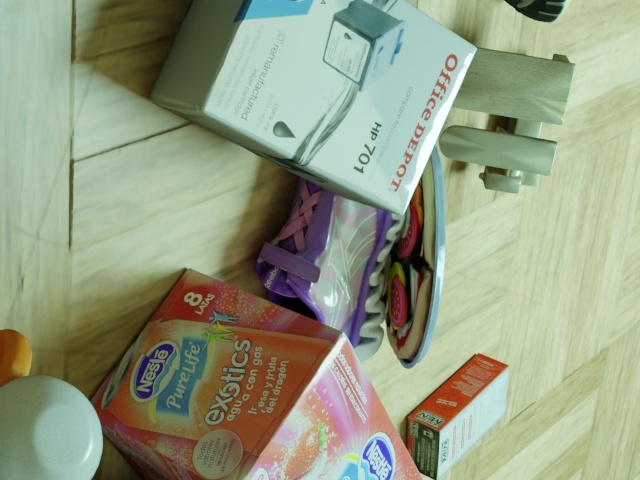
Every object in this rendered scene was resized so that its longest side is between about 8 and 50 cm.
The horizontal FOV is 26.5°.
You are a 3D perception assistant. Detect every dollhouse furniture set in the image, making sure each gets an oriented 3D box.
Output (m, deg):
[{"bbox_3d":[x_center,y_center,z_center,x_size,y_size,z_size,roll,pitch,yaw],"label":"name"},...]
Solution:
[{"bbox_3d":[0.158,-0.125,1.299,0.151,0.123,0.144,-85,-176,-70],"label":"dollhouse furniture set"}]

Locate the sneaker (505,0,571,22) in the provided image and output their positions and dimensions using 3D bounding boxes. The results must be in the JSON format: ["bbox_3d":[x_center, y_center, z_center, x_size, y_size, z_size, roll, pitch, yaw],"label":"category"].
[{"bbox_3d":[0.206,-0.294,1.217,0.094,0.081,0.208,-46,142,-36],"label":"sneaker"}]

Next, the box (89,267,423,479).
[{"bbox_3d":[-0.036,0.175,1.071,0.142,0.154,0.300,-55,145,-21],"label":"box"}]

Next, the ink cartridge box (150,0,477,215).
[{"bbox_3d":[-0.002,-0.119,0.949,0.191,0.082,0.139,25,87,-35],"label":"ink cartridge box"}]

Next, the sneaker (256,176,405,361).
[{"bbox_3d":[0.000,0.000,1.083,0.104,0.095,0.236,-13,119,-37],"label":"sneaker"}]

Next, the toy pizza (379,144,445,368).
[{"bbox_3d":[0.070,0.008,1.151,0.201,0.032,0.201,-177,-90,-83],"label":"toy pizza"}]

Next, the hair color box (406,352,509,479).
[{"bbox_3d":[0.149,0.188,1.463,0.141,0.043,0.072,-35,136,-44],"label":"hair color box"}]

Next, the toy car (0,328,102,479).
[{"bbox_3d":[-0.227,0.115,0.771,0.182,0.159,0.136,-36,102,-40],"label":"toy car"}]
